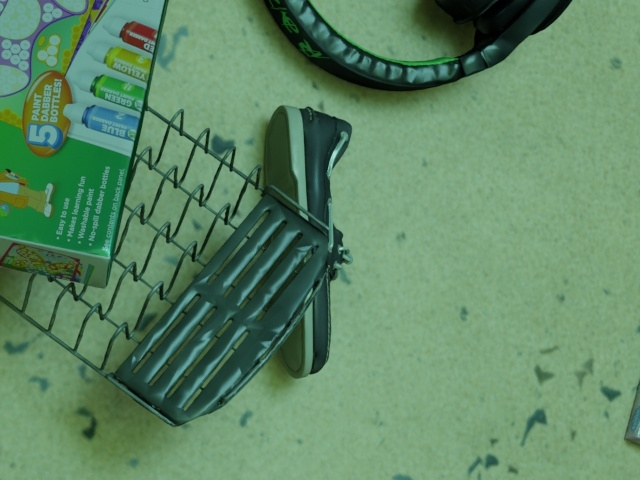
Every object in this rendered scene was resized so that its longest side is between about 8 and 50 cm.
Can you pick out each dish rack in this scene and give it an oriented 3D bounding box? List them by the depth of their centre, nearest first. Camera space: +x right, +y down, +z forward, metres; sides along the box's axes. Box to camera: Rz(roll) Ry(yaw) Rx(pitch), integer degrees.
[{"bbox_3d":[-0.134,-0.014,1.146,0.271,0.074,0.208,36,66,6],"label":"dish rack"}]

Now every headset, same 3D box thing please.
[{"bbox_3d":[0.125,-0.271,1.355,0.394,0.185,0.243,-25,97,-13],"label":"headset"}]

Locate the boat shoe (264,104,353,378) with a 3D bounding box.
[{"bbox_3d":[0.000,0.000,1.249,0.065,0.075,0.206,3,74,-24],"label":"boat shoe"}]

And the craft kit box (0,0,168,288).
[{"bbox_3d":[-0.234,-0.112,1.101,0.246,0.061,0.250,10,65,-4],"label":"craft kit box"}]

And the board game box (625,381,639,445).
[{"bbox_3d":[0.305,0.140,1.408,0.090,0.020,0.090,26,70,-19],"label":"board game box"}]
